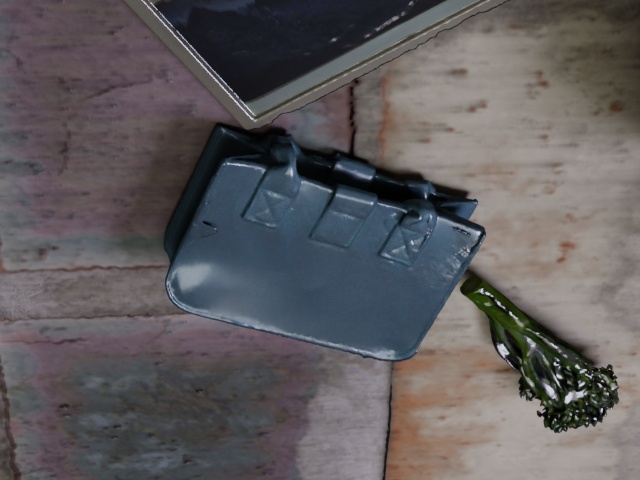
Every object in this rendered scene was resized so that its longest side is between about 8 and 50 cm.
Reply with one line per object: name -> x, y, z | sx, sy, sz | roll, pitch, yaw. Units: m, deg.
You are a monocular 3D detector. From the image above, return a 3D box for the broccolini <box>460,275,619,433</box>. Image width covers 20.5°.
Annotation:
broccolini -> 0.192, 0.088, 1.536 | 0.091, 0.068, 0.203 | -2, 134, 42

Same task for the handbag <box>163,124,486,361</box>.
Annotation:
handbag -> 0.000, 0.000, 1.424 | 0.229, 0.062, 0.179 | 14, 130, -17

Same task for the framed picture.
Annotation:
framed picture -> 0.005, -0.192, 1.257 | 0.265, 0.018, 0.192 | -27, 132, 21
